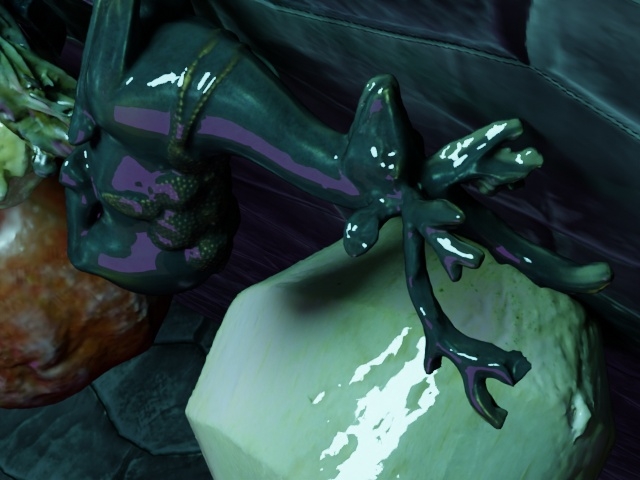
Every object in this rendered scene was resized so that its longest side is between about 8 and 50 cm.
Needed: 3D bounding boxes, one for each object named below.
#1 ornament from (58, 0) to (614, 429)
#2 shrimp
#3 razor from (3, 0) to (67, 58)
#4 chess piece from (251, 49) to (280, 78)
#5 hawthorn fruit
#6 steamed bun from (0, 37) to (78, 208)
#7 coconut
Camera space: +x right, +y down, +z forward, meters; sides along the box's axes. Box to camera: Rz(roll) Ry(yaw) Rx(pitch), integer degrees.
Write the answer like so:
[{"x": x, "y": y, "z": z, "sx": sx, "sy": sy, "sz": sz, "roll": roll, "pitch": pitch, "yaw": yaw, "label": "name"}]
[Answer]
[{"x": 0.000, "y": 0.000, "z": 0.648, "sx": 0.236, "sy": 0.080, "sz": 0.202, "roll": 28, "pitch": 141, "yaw": 12, "label": "ornament"}, {"x": -0.148, "y": -0.108, "z": 0.701, "sx": 0.150, "sy": 0.051, "sz": 0.217, "roll": -13, "pitch": 128, "yaw": 46, "label": "shrimp"}, {"x": -0.153, "y": -0.122, "z": 0.810, "sx": 0.066, "sy": 0.033, "sz": 0.190, "roll": 30, "pitch": 173, "yaw": -4, "label": "razor"}, {"x": -0.050, "y": -0.074, "z": 0.743, "sx": 0.042, "sy": 0.042, "sz": 0.093, "roll": 31, "pitch": 177, "yaw": -20, "label": "chess piece"}, {"x": -0.227, "y": -0.010, "z": 1.079, "sx": 0.242, "sy": 0.242, "sz": 0.271, "roll": 25, "pitch": 162, "yaw": 24, "label": "hawthorn fruit"}, {"x": -0.231, "y": -0.090, "z": 0.858, "sx": 0.177, "sy": 0.106, "sz": 0.192, "roll": 32, "pitch": 178, "yaw": -12, "label": "steamed bun"}, {"x": 0.048, "y": 0.124, "z": 0.913, "sx": 0.259, "sy": 0.259, "sz": 0.259, "roll": 28, "pitch": 172, "yaw": 4, "label": "coconut"}]
